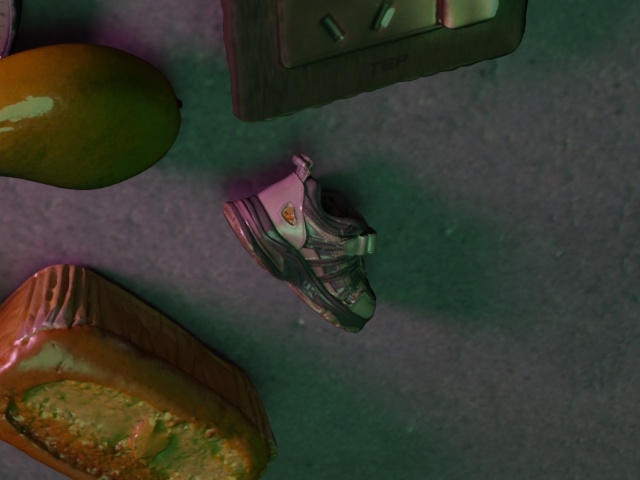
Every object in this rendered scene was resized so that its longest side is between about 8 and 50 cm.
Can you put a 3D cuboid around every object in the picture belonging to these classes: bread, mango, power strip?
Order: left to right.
[{"bbox_3d":[-0.192,-0.093,1.007,0.191,0.085,0.122,-1,147,-44],"label":"mango"},{"bbox_3d":[-0.177,0.146,1.192,0.152,0.119,0.288,-39,124,21],"label":"bread"},{"bbox_3d":[0.036,-0.232,0.974,0.251,0.092,0.257,-13,127,-13],"label":"power strip"}]

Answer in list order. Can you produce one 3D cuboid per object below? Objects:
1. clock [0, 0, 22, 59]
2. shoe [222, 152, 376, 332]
[{"bbox_3d":[-0.328,-0.175,0.970,0.215,0.042,0.215,-5,126,-7],"label":"clock"},{"bbox_3d":[0.000,0.000,1.146,0.092,0.089,0.180,-44,125,6],"label":"shoe"}]
